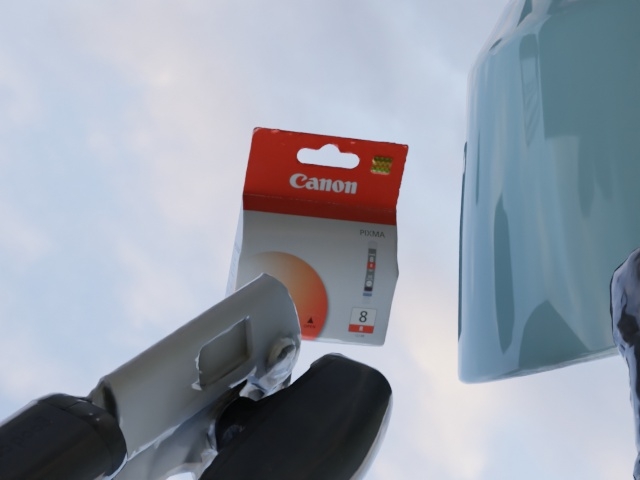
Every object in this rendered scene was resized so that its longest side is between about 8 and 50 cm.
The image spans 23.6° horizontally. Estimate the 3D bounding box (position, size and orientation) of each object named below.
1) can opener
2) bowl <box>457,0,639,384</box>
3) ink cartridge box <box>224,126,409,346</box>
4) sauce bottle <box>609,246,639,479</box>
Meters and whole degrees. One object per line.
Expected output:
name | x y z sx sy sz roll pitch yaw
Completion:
can opener | -0.079 0.101 0.548 0.095 0.076 0.283 19 -146 31
bowl | 0.190 -0.055 0.689 0.311 0.311 0.163 -12 -94 -50
ink cartridge box | 0.000 0.000 1.327 0.145 0.179 0.045 6 -161 -14
sauce bottle | 0.131 0.160 0.424 0.111 0.111 0.344 22 -127 -31
